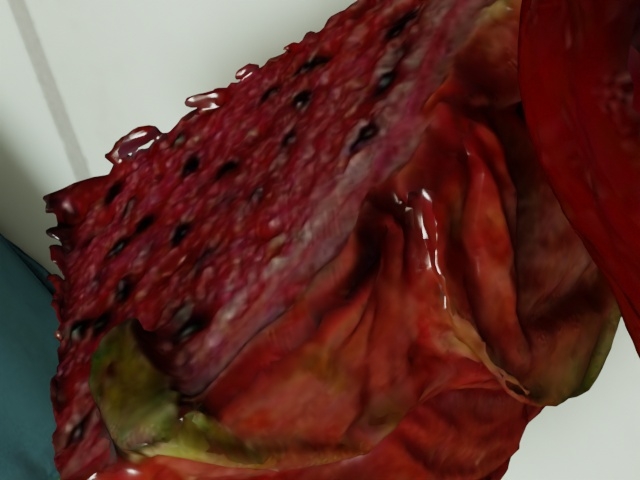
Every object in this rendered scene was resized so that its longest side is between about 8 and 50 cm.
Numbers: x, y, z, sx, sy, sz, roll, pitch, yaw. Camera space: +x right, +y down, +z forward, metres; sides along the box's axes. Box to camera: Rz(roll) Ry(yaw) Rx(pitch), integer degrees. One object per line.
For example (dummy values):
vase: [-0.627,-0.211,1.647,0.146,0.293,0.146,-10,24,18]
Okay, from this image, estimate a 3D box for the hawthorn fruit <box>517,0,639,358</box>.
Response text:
hawthorn fruit: [0.179,-0.052,0.486,0.265,0.307,0.265,30,174,4]

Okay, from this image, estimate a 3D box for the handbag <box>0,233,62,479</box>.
handbag: [-0.260,0.084,0.898,0.263,0.222,0.241,-27,107,41]

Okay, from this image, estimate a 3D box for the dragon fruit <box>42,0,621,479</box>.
dragon fruit: [0.014,-0.012,0.652,0.240,0.302,0.330,36,103,4]
